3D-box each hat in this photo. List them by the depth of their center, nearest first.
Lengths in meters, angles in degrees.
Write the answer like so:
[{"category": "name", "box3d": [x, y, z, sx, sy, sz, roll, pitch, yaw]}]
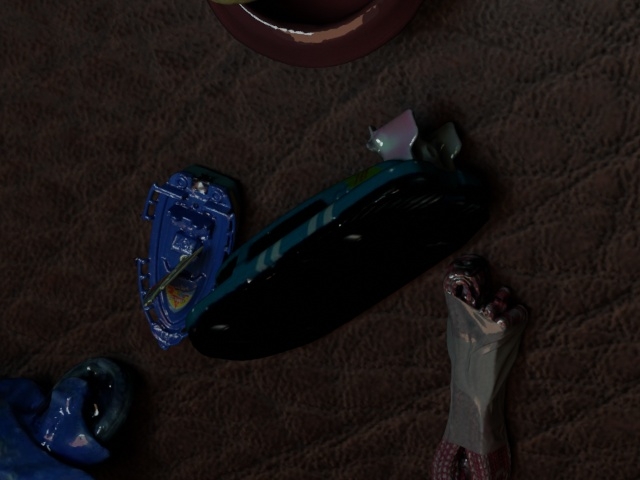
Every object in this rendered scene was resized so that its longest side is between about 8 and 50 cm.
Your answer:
[{"category": "hat", "box3d": [-0.003, -0.235, 1.389, 0.206, 0.089, 0.205, 0, 90, 13]}]

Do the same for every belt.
[{"category": "belt", "box3d": [0.135, 0.127, 1.517, 0.071, 0.053, 0.232, 12, 116, 27]}]

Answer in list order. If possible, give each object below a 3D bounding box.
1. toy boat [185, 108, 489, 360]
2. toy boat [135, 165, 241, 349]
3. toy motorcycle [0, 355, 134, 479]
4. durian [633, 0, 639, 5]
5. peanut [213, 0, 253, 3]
[{"category": "toy boat", "box3d": [0.000, 0.000, 1.501, 0.299, 0.134, 0.092, -33, 59, 33]}, {"category": "toy boat", "box3d": [-0.130, 0.028, 1.556, 0.091, 0.110, 0.175, 22, 120, 14]}, {"category": "toy motorcycle", "box3d": [-0.312, 0.246, 1.684, 0.319, 0.182, 0.241, -15, 78, 28]}, {"category": "durian", "box3d": [0.296, -0.215, 1.258, 0.250, 0.183, 0.138, 43, 158, -2]}, {"category": "peanut", "box3d": [-0.022, -0.308, 1.282, 0.130, 0.130, 0.290, 18, 95, 16]}]
